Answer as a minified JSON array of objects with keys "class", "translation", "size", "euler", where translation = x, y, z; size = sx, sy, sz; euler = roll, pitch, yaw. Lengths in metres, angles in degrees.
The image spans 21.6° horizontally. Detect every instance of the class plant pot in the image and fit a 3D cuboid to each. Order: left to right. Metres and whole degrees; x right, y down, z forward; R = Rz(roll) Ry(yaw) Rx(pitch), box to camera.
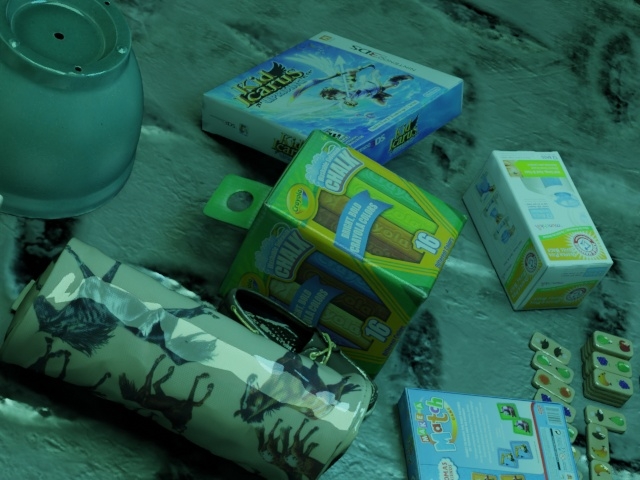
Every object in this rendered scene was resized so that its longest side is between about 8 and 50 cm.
[{"class":"plant pot","translation":[-0.341,-0.201,2.065],"size":[0.293,0.196,0.293],"euler":[15,45,-16]}]

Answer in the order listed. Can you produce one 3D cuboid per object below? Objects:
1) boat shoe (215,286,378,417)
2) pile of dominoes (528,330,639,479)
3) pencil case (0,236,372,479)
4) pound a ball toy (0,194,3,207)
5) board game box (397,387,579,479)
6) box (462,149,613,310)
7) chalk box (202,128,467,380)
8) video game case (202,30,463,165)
[{"class":"boat shoe","translation":[-0.026,0.136,2.020],"size":[0.228,0.068,0.081],"euler":[30,44,0]},{"class":"pile of dominoes","translation":[0.369,0.226,2.170],"size":[0.196,0.040,0.251],"euler":[17,45,-14]},{"class":"pencil case","translation":[-0.155,0.142,1.886],"size":[0.410,0.183,0.160],"euler":[26,72,-4]},{"class":"pound a ball toy","translation":[-0.540,-0.005,1.855],"size":[0.319,0.136,0.208],"euler":[22,70,-9]},{"class":"board game box","translation":[0.206,0.262,2.044],"size":[0.212,0.039,0.160],"euler":[8,48,-17]},{"class":"box","translation":[0.295,-0.014,2.301],"size":[0.114,0.103,0.203],"euler":[-1,52,-28]},{"class":"chalk box","translation":[0.000,0.000,2.077],"size":[0.289,0.179,0.180],"euler":[30,43,-1]},{"class":"video game case","translation":[0.018,-0.184,2.269],"size":[0.244,0.061,0.269],"euler":[22,37,30]}]
